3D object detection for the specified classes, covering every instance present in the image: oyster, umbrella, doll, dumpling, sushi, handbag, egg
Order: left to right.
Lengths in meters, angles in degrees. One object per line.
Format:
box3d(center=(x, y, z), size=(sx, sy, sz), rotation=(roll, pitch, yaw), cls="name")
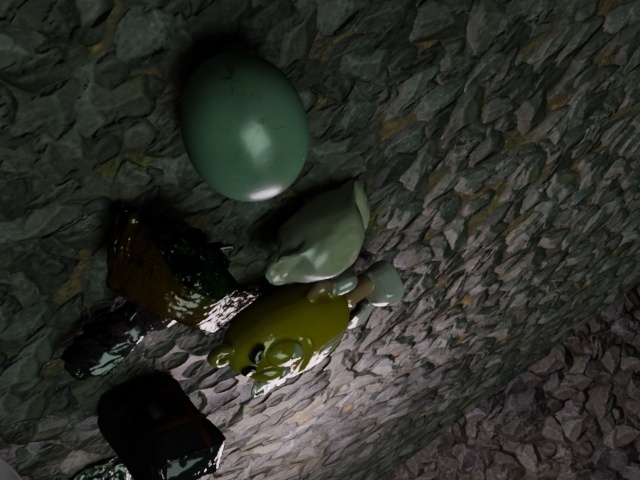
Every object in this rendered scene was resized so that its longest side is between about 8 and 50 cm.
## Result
box3d(center=(-0.445, 0.547, 1.945), size=(0.199, 0.087, 0.252), rotation=(-25, 137, -20), cls="oyster")
box3d(center=(-0.286, 0.115, 1.442), size=(0.326, 0.090, 0.094), rotation=(-39, 148, 4), cls="umbrella")
box3d(center=(-0.300, 0.367, 1.677), size=(0.169, 0.215, 0.155), rotation=(-14, 136, -41), cls="handbag")
box3d(center=(-0.197, 0.054, 1.319), size=(0.287, 0.149, 0.140), rotation=(28, 82, -27), cls="sushi")
box3d(center=(-0.100, -0.149, 1.168), size=(0.168, 0.168, 0.231), rotation=(-30, 146, -12), cls="egg")
box3d(center=(-0.023, 0.171, 1.751), size=(0.423, 0.161, 0.348), rotation=(-36, 156, -15), cls="doll")
box3d(center=(0.000, 0.000, 1.546), size=(0.250, 0.132, 0.162), rotation=(-41, 146, -23), cls="dumpling")

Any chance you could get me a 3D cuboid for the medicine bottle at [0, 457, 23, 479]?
box3d(center=(-0.670, 0.529, 1.520), size=(0.315, 0.202, 0.202), rotation=(-36, 152, 0), cls="medicine bottle")
